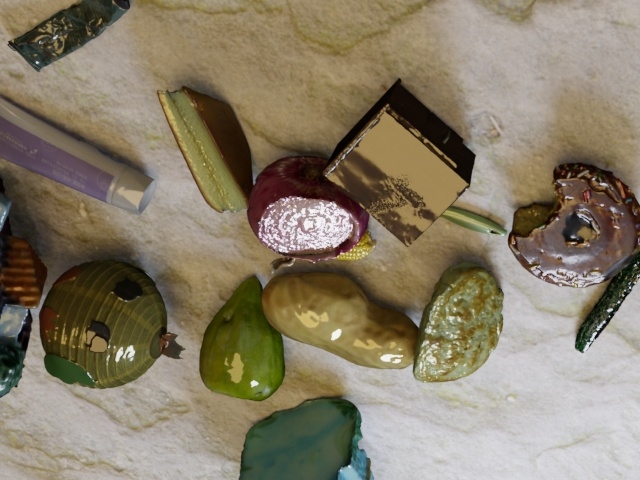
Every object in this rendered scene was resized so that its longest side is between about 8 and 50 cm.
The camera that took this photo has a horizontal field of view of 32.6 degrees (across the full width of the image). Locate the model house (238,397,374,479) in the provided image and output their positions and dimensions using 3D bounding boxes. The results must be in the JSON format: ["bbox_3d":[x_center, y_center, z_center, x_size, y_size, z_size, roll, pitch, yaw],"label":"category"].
[{"bbox_3d":[0.005,0.483,2.194,0.261,0.226,0.241,-18,127,22],"label":"model house"}]

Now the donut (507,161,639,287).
[{"bbox_3d":[0.447,-0.031,1.894,0.216,0.096,0.230,19,118,-2],"label":"donut"}]

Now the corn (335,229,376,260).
[{"bbox_3d":[0.000,0.000,2.005,0.206,0.067,0.067,3,117,8],"label":"corn"}]

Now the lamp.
[{"bbox_3d":[-0.385,0.168,2.049,0.284,0.250,0.250,18,119,15],"label":"lamp"}]

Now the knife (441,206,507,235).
[{"bbox_3d":[0.196,-0.056,1.968,0.293,0.020,0.043,20,116,0],"label":"knife"}]

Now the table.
[{"bbox_3d":[0.142,-0.135,1.843,0.193,0.169,0.172,41,114,-7],"label":"table"}]

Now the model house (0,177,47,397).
[{"bbox_3d":[-0.626,0.039,2.003,0.297,0.360,0.339,21,105,-15],"label":"model house"}]

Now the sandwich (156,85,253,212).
[{"bbox_3d":[-0.195,-0.171,1.938,0.094,0.096,0.258,-13,115,23],"label":"sandwich"}]

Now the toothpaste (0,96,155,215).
[{"bbox_3d":[-0.484,-0.157,2.010,0.371,0.080,0.125,24,119,3],"label":"toothpaste"}]

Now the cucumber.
[{"bbox_3d":[0.527,0.108,1.980,0.044,0.043,0.256,28,119,1],"label":"cucumber"}]

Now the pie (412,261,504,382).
[{"bbox_3d":[0.248,0.152,2.000,0.201,0.090,0.248,-5,118,-37],"label":"pie"}]

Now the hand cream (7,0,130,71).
[{"bbox_3d":[-0.429,-0.371,1.899,0.248,0.052,0.075,-26,109,21],"label":"hand cream"}]

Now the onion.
[{"bbox_3d":[-0.021,-0.066,1.912,0.207,0.200,0.200,-14,113,15],"label":"onion"}]

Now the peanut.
[{"bbox_3d":[0.044,0.145,2.033,0.319,0.147,0.147,23,118,-3],"label":"peanut"}]

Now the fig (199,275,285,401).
[{"bbox_3d":[-0.147,0.207,2.085,0.167,0.167,0.233,10,125,5],"label":"fig"}]
